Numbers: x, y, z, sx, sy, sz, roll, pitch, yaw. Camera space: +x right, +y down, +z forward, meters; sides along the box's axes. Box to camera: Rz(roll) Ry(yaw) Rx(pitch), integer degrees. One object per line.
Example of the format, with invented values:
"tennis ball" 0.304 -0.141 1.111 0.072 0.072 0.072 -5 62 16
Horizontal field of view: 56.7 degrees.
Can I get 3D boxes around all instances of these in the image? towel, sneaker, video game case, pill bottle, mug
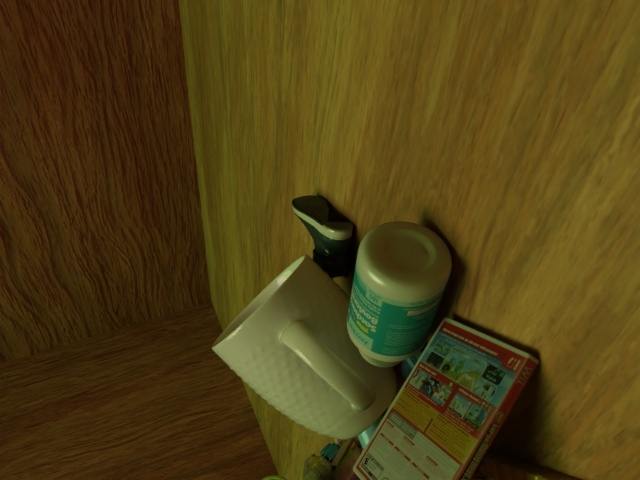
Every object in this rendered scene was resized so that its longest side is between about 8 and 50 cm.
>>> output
"towel" 0.178 0.229 1.114 0.119 0.029 0.067 93 154 -45
"sneaker" -0.001 0.001 1.354 0.226 0.086 0.163 -134 36 -52
"video game case" 0.169 0.259 0.857 0.025 0.285 0.204 34 175 -22
"pill bottle" 0.122 0.105 0.991 0.264 0.146 0.146 95 152 -46
"mug" -0.004 0.235 1.185 0.328 0.276 0.374 46 170 -4

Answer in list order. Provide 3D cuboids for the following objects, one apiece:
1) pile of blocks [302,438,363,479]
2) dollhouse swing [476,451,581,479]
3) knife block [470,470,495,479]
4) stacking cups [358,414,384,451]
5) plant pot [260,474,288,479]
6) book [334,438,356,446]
"pile of blocks" 0.070 0.626 1.602 0.113 0.149 0.362 38 157 -9
"dollhouse swing" 0.219 0.511 0.799 0.347 0.305 0.315 151 102 -72
"knife block" 0.140 0.442 0.904 0.276 0.088 0.242 1 78 63
"stacking cups" 0.114 0.441 1.368 0.096 0.096 0.316 126 126 -67
"plant pot" 0.007 0.800 1.470 0.366 0.353 0.366 -40 39 43
"book" 0.077 0.582 1.691 0.144 0.035 0.096 65 154 27
